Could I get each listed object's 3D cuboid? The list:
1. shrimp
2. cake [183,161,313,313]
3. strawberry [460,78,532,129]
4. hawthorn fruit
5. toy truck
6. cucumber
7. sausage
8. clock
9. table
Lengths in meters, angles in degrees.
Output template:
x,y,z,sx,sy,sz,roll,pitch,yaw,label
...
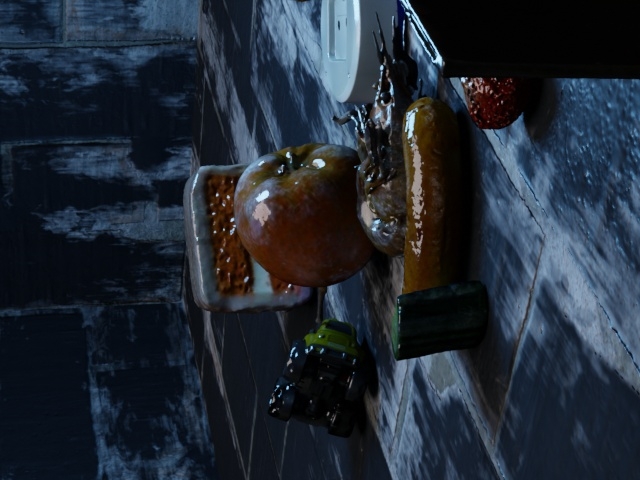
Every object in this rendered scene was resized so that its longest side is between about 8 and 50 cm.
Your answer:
x,y,z,sx,sy,sz,roll,pitch,yaw,label
0.095,-0.145,1.727,0.145,0.116,0.343,-155,60,-67,shrimp
-0.145,-0.003,2.515,0.230,0.237,0.309,150,115,-78,cake
0.194,-0.166,1.398,0.083,0.083,0.096,-106,11,-45,strawberry
-0.002,-0.038,1.987,0.231,0.263,0.235,-58,16,-16,hawthorn fruit
0.008,0.216,2.142,0.224,0.147,0.165,108,178,-48,toy truck
0.146,0.110,1.587,0.116,0.115,0.062,92,168,-55,cucumber
0.142,-0.031,1.631,0.103,0.076,0.302,-136,45,-70,sausage
0.061,-0.323,1.922,0.230,0.083,0.230,179,90,-75,clock
0.211,-0.256,0.865,0.196,0.282,0.251,-108,21,-50,table
